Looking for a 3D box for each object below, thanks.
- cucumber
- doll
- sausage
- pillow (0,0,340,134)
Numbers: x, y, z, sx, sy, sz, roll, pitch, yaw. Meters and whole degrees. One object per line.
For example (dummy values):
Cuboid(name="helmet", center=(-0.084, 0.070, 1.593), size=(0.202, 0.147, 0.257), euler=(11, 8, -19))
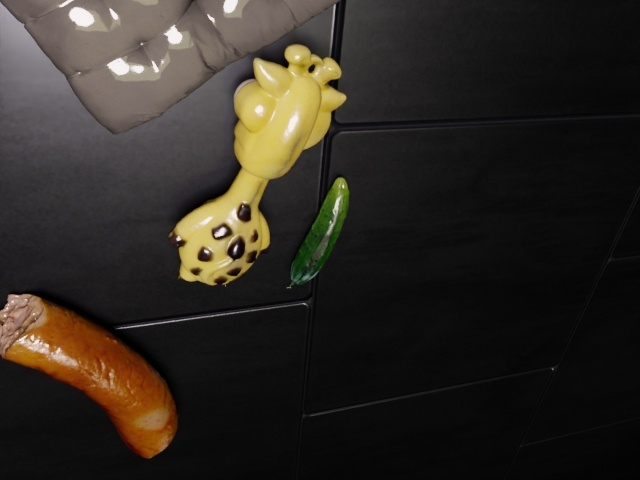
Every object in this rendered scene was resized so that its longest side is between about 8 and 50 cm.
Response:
Cuboid(name="cucumber", center=(0.000, 0.000, 0.656), size=(0.039, 0.039, 0.167), euler=(13, 117, -27))
Cuboid(name="doll", center=(-0.073, -0.063, 0.553), size=(0.117, 0.086, 0.291), euler=(4, 126, -40))
Cuboid(name="sausage", center=(-0.264, 0.171, 0.660), size=(0.103, 0.076, 0.302), euler=(-25, 128, 9))
Cuboid(name="pillow", center=(-0.092, -0.250, 0.405), size=(0.327, 0.101, 0.228), euler=(-28, 130, 3))
